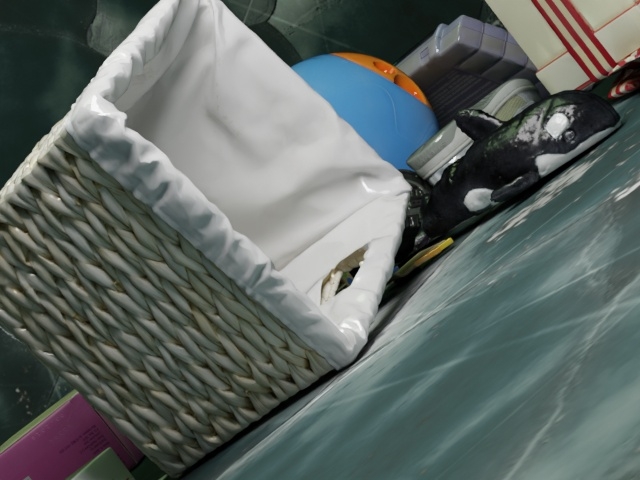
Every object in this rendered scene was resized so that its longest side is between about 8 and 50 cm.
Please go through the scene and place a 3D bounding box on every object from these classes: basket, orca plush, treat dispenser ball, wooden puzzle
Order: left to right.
[{"bbox_3d":[-0.130,-0.016,1.421,0.266,0.331,0.328,-39,15,28],"label":"basket"},{"bbox_3d":[0.032,-0.125,2.121,0.288,0.288,0.288,-38,2,2],"label":"treat dispenser ball"},{"bbox_3d":[0.100,0.026,1.581,0.078,0.014,0.116,-34,2,-14],"label":"wooden puzzle"},{"bbox_3d":[0.178,-0.097,1.551,0.151,0.102,0.287,-34,1,-32],"label":"orca plush"}]

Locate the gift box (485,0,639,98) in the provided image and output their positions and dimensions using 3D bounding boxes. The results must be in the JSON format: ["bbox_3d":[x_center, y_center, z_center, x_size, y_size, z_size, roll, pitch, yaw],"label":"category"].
[{"bbox_3d":[0.335,-0.316,1.648,0.255,0.258,0.276,-39,3,-19],"label":"gift box"}]

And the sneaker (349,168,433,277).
[{"bbox_3d":[0.000,0.000,1.702,0.286,0.109,0.130,-3,-38,-21],"label":"sneaker"}]

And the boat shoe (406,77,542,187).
[{"bbox_3d":[0.207,-0.115,1.807,0.118,0.103,0.320,-40,-3,28],"label":"boat shoe"}]

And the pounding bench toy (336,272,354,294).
[{"bbox_3d":[0.016,0.053,1.659,0.052,0.065,0.083,-36,2,32],"label":"pounding bench toy"}]

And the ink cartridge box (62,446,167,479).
[{"bbox_3d":[-0.246,0.270,1.462,0.180,0.060,0.104,-37,2,26],"label":"ink cartridge box"}]

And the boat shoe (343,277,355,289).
[{"bbox_3d":[0.033,0.032,1.899,0.170,0.063,0.059,-44,28,-13],"label":"boat shoe"}]

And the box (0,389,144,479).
[{"bbox_3d":[-0.323,0.271,1.911,0.213,0.117,0.243,-38,3,9],"label":"box"}]

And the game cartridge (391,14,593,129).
[{"bbox_3d":[0.220,-0.224,2.214,0.355,0.230,0.068,-32,40,63],"label":"game cartridge"}]
